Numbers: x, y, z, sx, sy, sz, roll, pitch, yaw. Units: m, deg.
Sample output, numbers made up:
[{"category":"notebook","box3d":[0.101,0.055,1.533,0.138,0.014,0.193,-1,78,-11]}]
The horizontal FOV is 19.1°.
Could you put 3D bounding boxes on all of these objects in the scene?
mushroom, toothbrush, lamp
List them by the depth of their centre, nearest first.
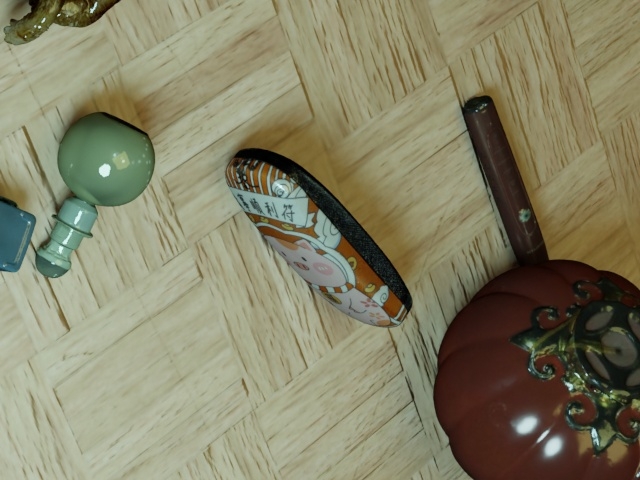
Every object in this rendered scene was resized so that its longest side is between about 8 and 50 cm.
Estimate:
[{"category":"mushroom","box3d":[-0.237,-0.249,1.718,0.135,0.080,0.170,39,72,-25]},{"category":"lamp","box3d":[-0.220,-0.038,1.771,0.091,0.091,0.163,26,94,-41]},{"category":"lamp","box3d":[0.275,0.168,2.110,0.303,0.257,0.303,10,59,-18]},{"category":"toothbrush","box3d":[0.237,-0.007,2.203,0.041,0.041,0.364,-39,121,-30]}]

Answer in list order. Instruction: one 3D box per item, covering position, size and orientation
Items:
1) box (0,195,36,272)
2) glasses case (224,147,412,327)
[{"category":"box","box3d":[-0.307,-0.011,1.708,0.099,0.054,0.074,25,78,-41]},{"category":"glasses case","box3d":[0.000,0.000,1.951,0.267,0.103,0.067,47,65,-35]}]
